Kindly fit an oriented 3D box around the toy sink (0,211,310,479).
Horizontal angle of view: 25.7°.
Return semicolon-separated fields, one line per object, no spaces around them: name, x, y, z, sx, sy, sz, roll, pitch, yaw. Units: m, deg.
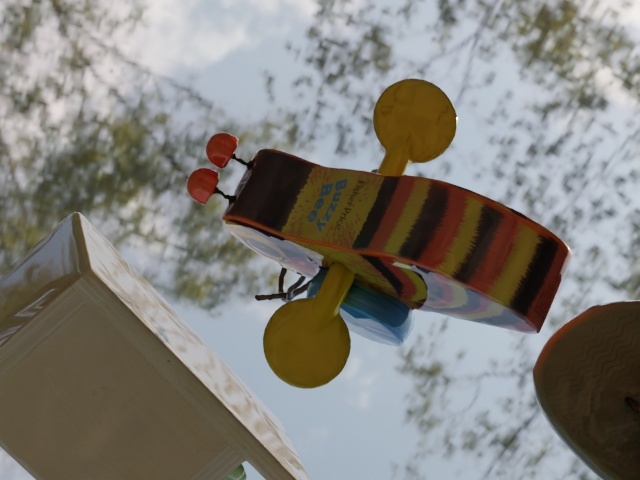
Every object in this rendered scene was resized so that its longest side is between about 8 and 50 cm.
toy sink;-0.134;0.120;0.971;0.234;0.131;0.153;48;-178;-21

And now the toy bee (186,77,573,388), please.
toy bee;0.000;0.000;0.870;0.162;0.298;0.195;33;-127;-29

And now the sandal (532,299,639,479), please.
sandal;0.248;0.132;0.769;0.303;0.120;0.086;39;-177;27
